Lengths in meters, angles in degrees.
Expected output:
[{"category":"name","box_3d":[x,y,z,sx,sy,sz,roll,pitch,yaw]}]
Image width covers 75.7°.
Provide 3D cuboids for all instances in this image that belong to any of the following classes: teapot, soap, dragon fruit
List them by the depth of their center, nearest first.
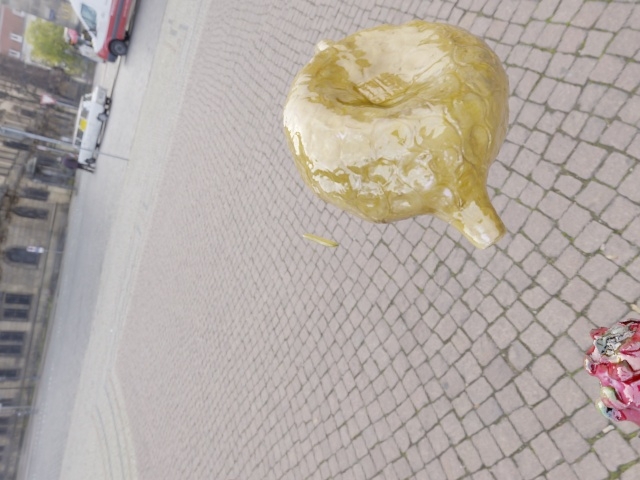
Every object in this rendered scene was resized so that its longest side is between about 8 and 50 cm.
[{"category":"teapot","box_3d":[0.070,-0.106,0.421,0.203,0.167,0.311,-31,50,-6]},{"category":"dragon fruit","box_3d":[0.539,0.195,0.592,0.218,0.272,0.199,-114,9,-81]},{"category":"soap","box_3d":[0.000,0.000,0.894,0.089,0.034,0.012,19,104,31]}]

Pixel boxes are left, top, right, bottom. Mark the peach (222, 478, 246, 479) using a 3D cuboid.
[{"category":"peach","box_3d":[-0.087,0.278,0.352,0.151,0.151,0.119,-50,45,37]}]
